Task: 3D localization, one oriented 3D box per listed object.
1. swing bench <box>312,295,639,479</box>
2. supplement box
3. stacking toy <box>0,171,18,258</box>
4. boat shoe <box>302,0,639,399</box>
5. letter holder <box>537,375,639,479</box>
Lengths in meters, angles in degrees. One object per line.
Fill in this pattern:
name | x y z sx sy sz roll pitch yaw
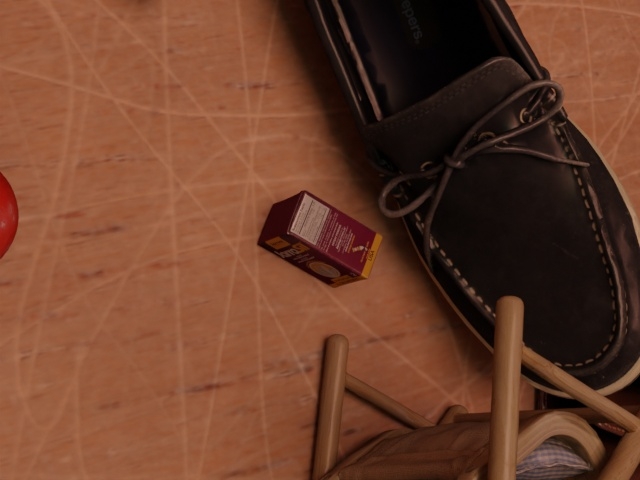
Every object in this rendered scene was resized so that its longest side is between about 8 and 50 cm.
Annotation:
swing bench | 0.083 0.201 0.840 0.165 0.253 0.254 32 66 -22
supplement box | 0.000 0.000 0.948 0.083 0.055 0.043 30 67 -22
stacking toy | -0.304 -0.124 0.754 0.141 0.141 0.330 -32 101 -31
boat shoe | 0.117 -0.091 0.943 0.500 0.187 0.156 65 21 2
letter holder | 0.367 0.141 1.083 0.302 0.152 0.214 12 76 -28
